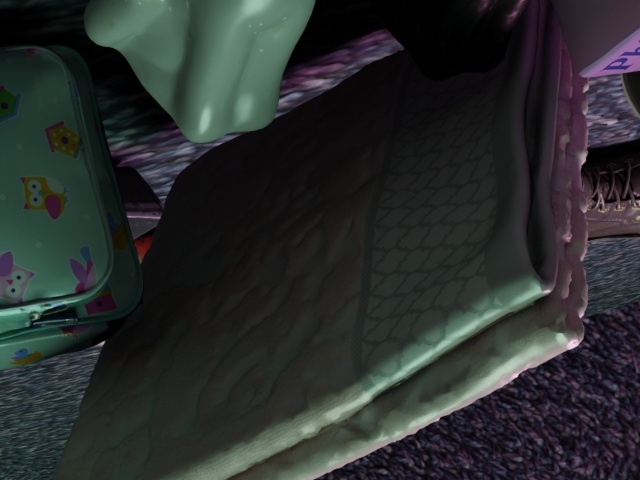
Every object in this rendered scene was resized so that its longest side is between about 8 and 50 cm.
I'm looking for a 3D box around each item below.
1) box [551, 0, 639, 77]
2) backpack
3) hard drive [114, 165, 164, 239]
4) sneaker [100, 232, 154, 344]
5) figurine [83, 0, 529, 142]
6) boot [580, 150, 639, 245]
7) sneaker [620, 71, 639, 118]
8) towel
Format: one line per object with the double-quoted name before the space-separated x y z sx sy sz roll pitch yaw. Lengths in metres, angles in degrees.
"box" 0.250 -0.179 0.586 0.243 0.117 0.213 -9 166 -24
"backpack" -0.196 -0.010 0.673 0.188 0.166 0.144 -13 172 -12
"hard drive" -0.251 0.006 0.943 0.255 0.054 0.172 -25 164 37
"sneaker" -0.139 0.031 1.098 0.270 0.090 0.145 -17 170 20
"figurine" 0.024 -0.143 0.538 0.215 0.092 0.209 -18 161 -27
"boot" 0.252 -0.044 1.229 0.263 0.091 0.229 -19 167 27
"sneaker" 0.343 -0.165 0.809 0.330 0.122 0.146 -20 -175 16
"towel" 0.000 0.000 0.708 0.317 0.053 0.332 -30 -154 29
